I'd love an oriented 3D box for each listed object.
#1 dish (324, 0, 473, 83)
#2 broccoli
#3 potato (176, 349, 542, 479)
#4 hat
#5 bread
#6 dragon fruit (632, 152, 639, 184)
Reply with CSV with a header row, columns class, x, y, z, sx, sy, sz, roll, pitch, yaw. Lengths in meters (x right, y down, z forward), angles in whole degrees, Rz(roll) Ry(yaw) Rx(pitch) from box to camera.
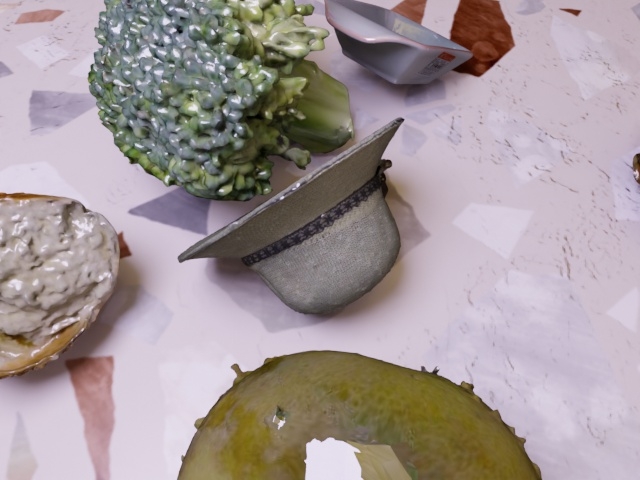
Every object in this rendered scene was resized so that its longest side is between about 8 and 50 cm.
class,x,y,z,sx,sy,sz,roll,pitch,yaw
dish,0.089,-0.255,0.689,0.154,0.064,0.234,37,31,21
broccoli,-0.114,-0.202,0.584,0.338,0.317,0.277,19,100,27
potato,0.026,0.256,0.337,0.270,0.219,0.359,-3,65,8
hat,0.000,0.000,0.525,0.257,0.257,0.130,-34,98,-20
bread,-0.364,0.036,0.474,0.314,0.171,0.192,-7,12,-38
dragon fruit,0.466,-0.103,0.575,0.227,0.224,0.224,-23,61,-12
